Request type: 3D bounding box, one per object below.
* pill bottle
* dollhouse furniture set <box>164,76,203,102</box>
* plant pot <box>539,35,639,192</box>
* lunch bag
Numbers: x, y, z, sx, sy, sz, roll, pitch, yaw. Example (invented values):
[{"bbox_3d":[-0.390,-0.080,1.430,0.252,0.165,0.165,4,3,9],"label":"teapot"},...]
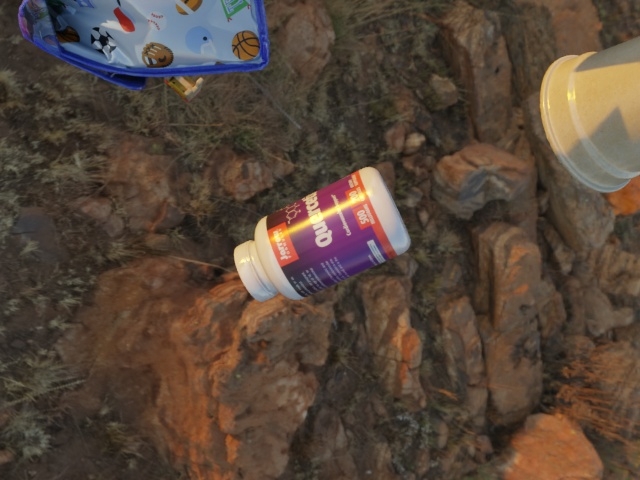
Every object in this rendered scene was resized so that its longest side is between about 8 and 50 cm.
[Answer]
[{"bbox_3d":[0.000,0.000,1.022,0.182,0.322,0.181,61,10,-19],"label":"pill bottle"},{"bbox_3d":[-0.499,-0.630,1.661,0.374,0.152,0.201,43,73,-8],"label":"dollhouse furniture set"},{"bbox_3d":[0.697,-0.301,1.080,0.333,0.305,0.334,7,75,-27],"label":"plant pot"},{"bbox_3d":[-0.306,-0.426,0.938,0.384,0.328,0.239,-8,125,-12],"label":"lunch bag"}]
